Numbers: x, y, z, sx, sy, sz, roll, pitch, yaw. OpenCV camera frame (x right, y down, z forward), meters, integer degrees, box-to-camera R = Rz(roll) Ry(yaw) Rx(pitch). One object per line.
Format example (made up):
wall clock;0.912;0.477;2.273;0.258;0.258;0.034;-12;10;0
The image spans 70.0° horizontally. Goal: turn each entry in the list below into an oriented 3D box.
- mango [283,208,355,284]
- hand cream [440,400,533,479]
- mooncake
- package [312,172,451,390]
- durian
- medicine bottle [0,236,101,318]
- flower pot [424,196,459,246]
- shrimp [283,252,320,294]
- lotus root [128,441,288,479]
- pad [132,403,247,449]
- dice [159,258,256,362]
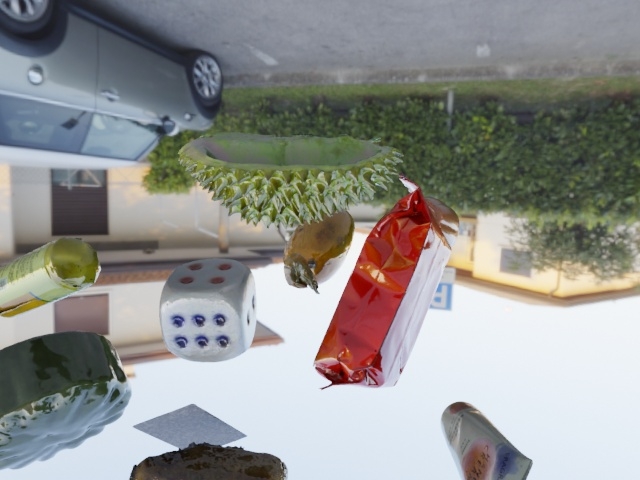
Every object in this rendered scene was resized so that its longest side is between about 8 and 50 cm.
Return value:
mango;0.003;-0.003;1.159;0.144;0.187;0.359;42;-153;-9
hand cream;0.251;0.338;0.738;0.077;0.124;0.340;28;-179;7
mooncake;-0.648;0.390;1.099;0.356;0.356;0.194;-5;-132;-42
package;0.136;0.102;0.890;0.123;0.424;0.196;20;174;29
durian;-0.034;-0.114;0.706;0.355;0.170;0.157;-5;158;-16
medicine bottle;-0.576;0.076;0.957;0.238;0.124;0.124;-19;180;20
flower pot;0.319;-0.050;1.384;0.190;0.191;0.173;5;175;21
shrimp;-0.039;0.073;0.888;0.023;0.108;0.059;6;-138;49
lotus root;-0.218;0.499;0.909;0.329;0.167;0.078;10;171;-18
pad;-0.290;0.438;1.047;0.158;0.235;0.003;-23;-135;11
dice;-0.258;0.161;1.083;0.193;0.194;0.192;1;-159;0
